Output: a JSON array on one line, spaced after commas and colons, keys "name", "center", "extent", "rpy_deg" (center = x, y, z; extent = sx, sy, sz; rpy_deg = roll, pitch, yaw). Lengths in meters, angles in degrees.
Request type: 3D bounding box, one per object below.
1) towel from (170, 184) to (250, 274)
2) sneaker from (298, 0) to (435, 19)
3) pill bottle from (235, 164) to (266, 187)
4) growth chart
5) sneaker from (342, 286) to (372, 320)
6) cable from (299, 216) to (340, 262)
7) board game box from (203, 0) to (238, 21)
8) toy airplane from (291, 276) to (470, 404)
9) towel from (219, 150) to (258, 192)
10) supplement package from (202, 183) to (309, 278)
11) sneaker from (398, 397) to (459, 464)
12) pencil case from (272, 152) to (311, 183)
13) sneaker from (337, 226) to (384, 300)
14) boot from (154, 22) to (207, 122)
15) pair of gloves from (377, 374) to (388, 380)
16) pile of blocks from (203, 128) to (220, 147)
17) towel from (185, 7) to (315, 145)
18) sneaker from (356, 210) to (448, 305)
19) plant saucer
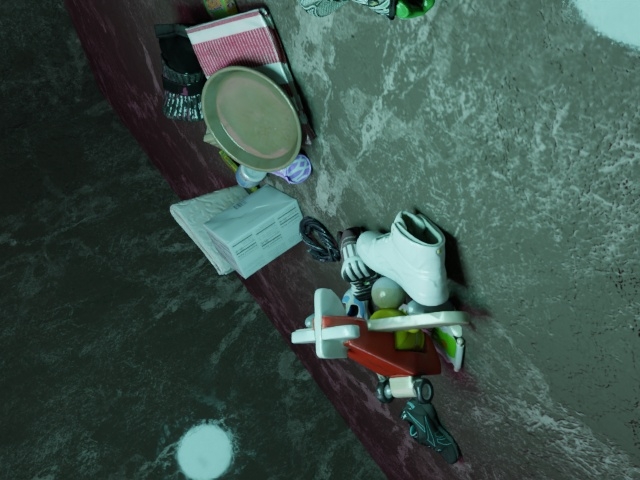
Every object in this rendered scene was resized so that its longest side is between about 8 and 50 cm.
[{"name": "towel", "center": [-0.328, -0.049, 1.994], "extent": [0.317, 0.331, 0.053], "rpy_deg": [51, 131, 12]}, {"name": "sneaker", "center": [0.069, -0.361, 0.754], "extent": [0.343, 0.134, 0.146], "rpy_deg": [16, 137, 62]}, {"name": "pill bottle", "center": [-0.231, -0.221, 1.803], "extent": [0.087, 0.087, 0.160], "rpy_deg": [57, 161, -5]}, {"name": "growth chart", "center": [0.281, 0.235, 1.415], "extent": [0.237, 0.021, 0.172], "rpy_deg": [36, 152, 43]}, {"name": "sneaker", "center": [0.122, 0.239, 1.714], "extent": [0.085, 0.086, 0.237], "rpy_deg": [32, 152, 47]}, {"name": "cable", "center": [0.000, 0.000, 1.688], "extent": [0.184, 0.047, 0.151], "rpy_deg": [20, 133, 57]}, {"name": "board game box", "center": [-0.261, -0.626, 1.277], "extent": [0.124, 0.039, 0.260], "rpy_deg": [39, 153, 42]}, {"name": "toy airplane", "center": [0.124, 0.197, 1.286], "extent": [0.385, 0.273, 0.384], "rpy_deg": [12, 152, 8]}, {"name": "towel", "center": [-0.276, -0.227, 1.979], "extent": [0.237, 0.021, 0.102], "rpy_deg": [47, 173, 9]}, {"name": "supplement package", "center": [-0.208, -0.036, 1.782], "extent": [0.204, 0.261, 0.145], "rpy_deg": [31, 149, 50]}, {"name": "sneaker", "center": [0.348, 0.626, 1.778], "extent": [0.267, 0.106, 0.101], "rpy_deg": [57, 160, -7]}, {"name": "pencil case", "center": [-0.108, -0.212, 1.516], "extent": [0.206, 0.088, 0.086], "rpy_deg": [24, 146, 56]}, {"name": "sneaker", "center": [0.111, 0.050, 1.446], "extent": [0.281, 0.106, 0.163], "rpy_deg": [60, -164, -63]}, {"name": "boot", "center": [-0.336, -0.446, 1.479], "extent": [0.348, 0.131, 0.260], "rpy_deg": [29, 126, 51]}, {"name": "pair of gloves", "center": [0.153, 0.359, 1.819], "extent": [0.240, 0.042, 0.204], "rpy_deg": [53, -178, -19]}, {"name": "pile of blocks", "center": [-0.211, -0.354, 1.549], "extent": [0.362, 0.148, 0.113], "rpy_deg": [-15, 65, 61]}, {"name": "towel", "center": [-0.164, -0.368, 1.309], "extent": [0.237, 0.037, 0.329], "rpy_deg": [0, 128, 32]}, {"name": "sneaker", "center": [0.174, -0.001, 1.188], "extent": [0.292, 0.108, 0.169], "rpy_deg": [37, 140, 51]}, {"name": "plant saucer", "center": [-0.161, -0.291, 1.320], "extent": [0.277, 0.041, 0.278], "rpy_deg": [18, 134, 19]}]
